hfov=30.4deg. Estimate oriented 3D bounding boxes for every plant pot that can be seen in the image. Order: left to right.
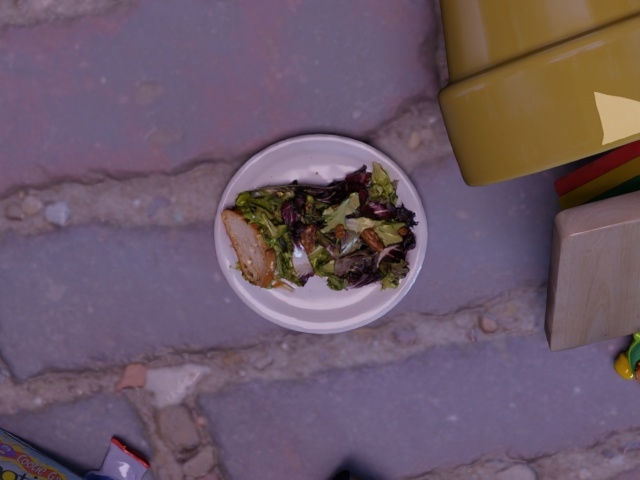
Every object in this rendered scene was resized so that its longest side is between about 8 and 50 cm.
[{"bbox_3d":[0.194,-0.193,0.919,0.254,0.254,0.239,-20,94,8],"label":"plant pot"}]

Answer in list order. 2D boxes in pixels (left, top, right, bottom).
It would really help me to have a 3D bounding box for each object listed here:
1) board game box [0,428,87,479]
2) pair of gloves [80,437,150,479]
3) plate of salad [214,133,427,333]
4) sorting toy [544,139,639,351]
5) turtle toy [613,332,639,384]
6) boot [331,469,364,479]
[{"bbox_3d":[-0.343,0.354,1.165,0.144,0.142,0.275,29,109,7],"label":"board game box"},{"bbox_3d":[-0.179,0.303,1.205,0.198,0.023,0.159,32,106,2],"label":"pair of gloves"},{"bbox_3d":[0.000,0.000,1.090,0.199,0.048,0.200,0,110,1],"label":"plate of salad"},{"bbox_3d":[0.310,-0.017,0.996,0.255,0.089,0.257,-14,154,2],"label":"sorting toy"},{"bbox_3d":[0.350,0.123,1.120,0.130,0.066,0.095,32,108,-11],"label":"turtle toy"},{"bbox_3d":[0.011,0.340,1.201,0.106,0.082,0.219,31,115,-13],"label":"boot"}]
